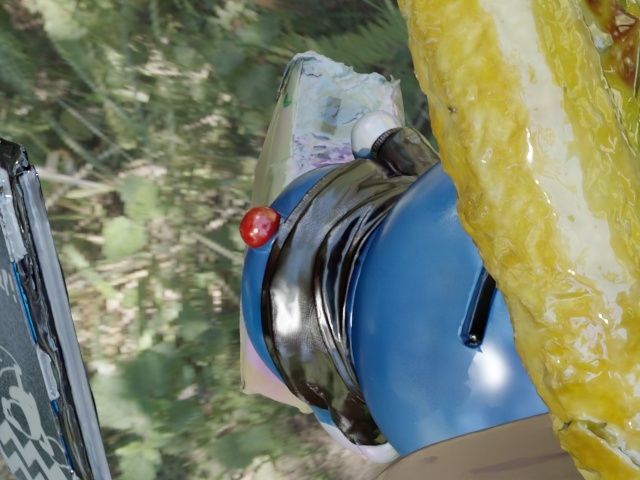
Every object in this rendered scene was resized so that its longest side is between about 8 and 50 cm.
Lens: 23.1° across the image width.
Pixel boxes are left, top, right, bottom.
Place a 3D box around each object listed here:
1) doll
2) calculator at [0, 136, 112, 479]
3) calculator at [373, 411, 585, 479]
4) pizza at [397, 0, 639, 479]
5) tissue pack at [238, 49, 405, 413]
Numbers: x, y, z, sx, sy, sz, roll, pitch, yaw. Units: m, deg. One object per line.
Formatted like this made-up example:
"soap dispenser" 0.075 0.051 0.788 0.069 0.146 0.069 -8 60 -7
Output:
"doll" 0.103 0.044 0.959 0.310 0.240 0.284 14 86 42
"calculator" -0.194 0.053 0.974 0.165 0.028 0.274 23 130 48
"calculator" 0.158 0.092 0.527 0.329 0.220 0.048 -10 105 2
"pizza" 0.112 -0.077 0.600 0.075 0.287 0.280 -17 98 28
"tissue pack" 0.000 0.000 1.300 0.123 0.257 0.215 8 62 -4
